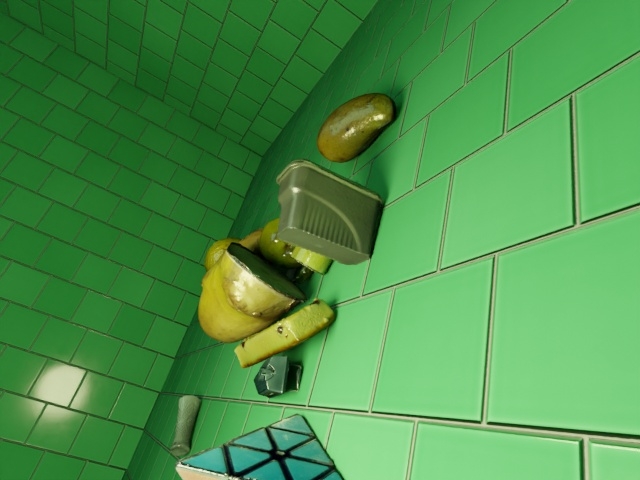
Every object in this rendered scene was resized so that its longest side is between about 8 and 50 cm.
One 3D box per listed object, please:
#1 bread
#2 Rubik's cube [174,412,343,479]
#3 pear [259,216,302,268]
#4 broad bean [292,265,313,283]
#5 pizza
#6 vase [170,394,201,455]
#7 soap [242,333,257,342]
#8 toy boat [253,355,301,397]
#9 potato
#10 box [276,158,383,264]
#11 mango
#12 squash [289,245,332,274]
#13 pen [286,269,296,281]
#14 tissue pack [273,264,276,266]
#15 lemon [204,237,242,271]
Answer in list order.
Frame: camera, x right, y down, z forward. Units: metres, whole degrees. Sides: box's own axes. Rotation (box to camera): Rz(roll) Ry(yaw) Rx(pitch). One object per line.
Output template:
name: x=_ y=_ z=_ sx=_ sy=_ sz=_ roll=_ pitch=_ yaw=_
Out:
bread: x=-0.105 y=0.253 z=1.073 sx=0.138 sy=0.077 sz=0.361 roll=-24 pitch=-10 yaw=-39
Rubik's cube: x=-0.086 y=0.456 z=0.737 sx=0.228 sy=0.229 sz=0.233 roll=51 pitch=163 yaw=30
pear: x=-0.107 y=0.002 z=1.343 sx=0.198 sy=0.198 sz=0.198 roll=-51 pitch=22 yaw=30
broad bean: x=-0.013 y=0.026 z=1.252 sx=0.256 sy=0.053 sz=0.052 roll=-64 pitch=7 yaw=6
pizza: x=-0.261 y=0.069 z=1.480 sx=0.409 sy=0.114 sz=0.277 roll=-35 pitch=-17 yaw=-37
vase: x=-0.553 y=0.756 z=1.645 sx=0.096 sy=0.096 sz=0.219 roll=-53 pitch=24 yaw=26
soap: x=-0.238 y=0.262 z=1.473 sx=0.092 sy=0.037 sz=0.251 roll=-177 pitch=100 yaw=-72
toy boat: x=-0.123 y=0.366 z=1.063 sx=0.246 sy=0.103 sz=0.092 roll=126 pitch=154 yaw=-60
potato: x=-0.234 y=0.199 z=1.199 sx=0.295 sy=0.290 sz=0.397 roll=-54 pitch=17 yaw=2
box: x=0.015 y=-0.063 z=0.994 sx=0.138 sy=0.275 sz=0.178 roll=-35 pitch=40 yaw=57
mango: x=0.110 y=-0.378 z=1.330 sx=0.330 sy=0.176 sz=0.176 roll=-39 pitch=74 yaw=49
squash: x=0.000 y=0.000 z=1.164 sx=0.186 sy=0.123 sz=0.123 roll=-63 pitch=19 yaw=3
pen: x=-0.082 y=0.044 z=1.454 sx=0.033 sy=0.033 sz=0.268 roll=-31 pitch=36 yaw=57
tissue pack: x=-0.204 y=0.034 z=1.698 sx=0.103 sy=0.091 sz=0.170 roll=-60 pitch=21 yaw=9
lemon: x=-0.440 y=0.107 z=1.976 sx=0.253 sy=0.254 sz=0.310 roll=-63 pitch=19 yaw=-1
